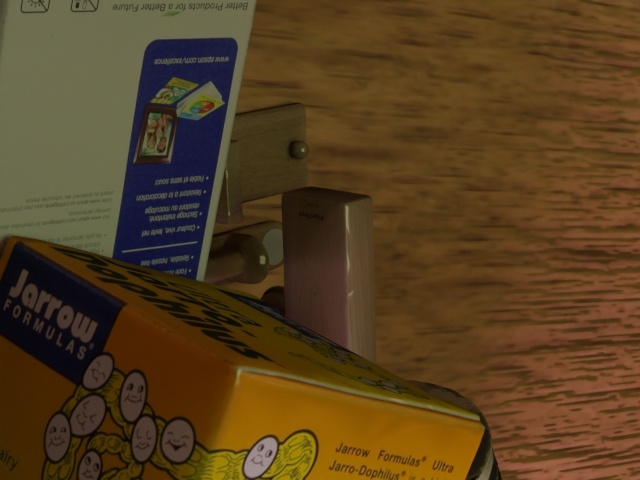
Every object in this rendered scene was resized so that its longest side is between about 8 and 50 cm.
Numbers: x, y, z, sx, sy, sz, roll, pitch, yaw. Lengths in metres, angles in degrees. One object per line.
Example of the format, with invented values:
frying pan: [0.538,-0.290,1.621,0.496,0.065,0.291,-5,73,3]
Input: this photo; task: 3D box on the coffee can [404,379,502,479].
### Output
coffee can: [0.045,0.258,1.194,0.201,0.202,0.275,-40,122,-37]

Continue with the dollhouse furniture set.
dollhouse furniture set: [0.000,0.000,1.146,0.123,0.151,0.144,-16,109,-46]

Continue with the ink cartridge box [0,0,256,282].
ink cartridge box: [-0.132,-0.026,1.016,0.165,0.065,0.332,-7,116,-43]

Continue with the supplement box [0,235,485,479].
supplement box: [-0.101,0.207,0.974,0.195,0.194,0.356,17,96,-47]
